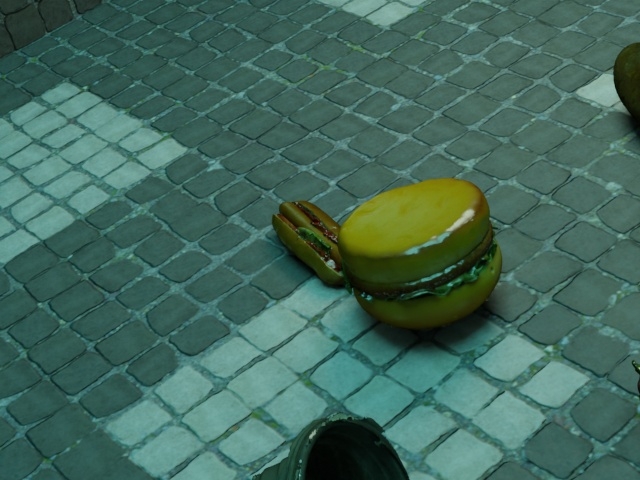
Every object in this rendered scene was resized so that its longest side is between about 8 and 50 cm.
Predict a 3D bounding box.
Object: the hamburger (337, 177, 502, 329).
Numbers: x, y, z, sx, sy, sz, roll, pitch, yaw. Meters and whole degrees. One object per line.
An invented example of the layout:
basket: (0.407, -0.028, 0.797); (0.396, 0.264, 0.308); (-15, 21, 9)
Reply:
hamburger: (0.148, 0.028, 1.812); (0.246, 0.170, 0.246); (-17, 24, 8)

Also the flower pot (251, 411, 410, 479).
flower pot: (-0.001, 0.325, 1.466); (0.140, 0.235, 0.235); (-20, 30, 33)

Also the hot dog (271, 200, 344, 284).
hot dog: (0.000, 0.000, 2.000); (0.092, 0.062, 0.235); (-28, 38, -21)

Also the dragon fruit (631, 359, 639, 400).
dragon fruit: (0.495, 0.161, 1.539); (0.235, 0.135, 0.137); (-2, 29, -9)

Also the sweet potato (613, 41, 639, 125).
sweet potato: (0.579, -0.190, 1.978); (0.130, 0.130, 0.423); (-23, 44, -9)
